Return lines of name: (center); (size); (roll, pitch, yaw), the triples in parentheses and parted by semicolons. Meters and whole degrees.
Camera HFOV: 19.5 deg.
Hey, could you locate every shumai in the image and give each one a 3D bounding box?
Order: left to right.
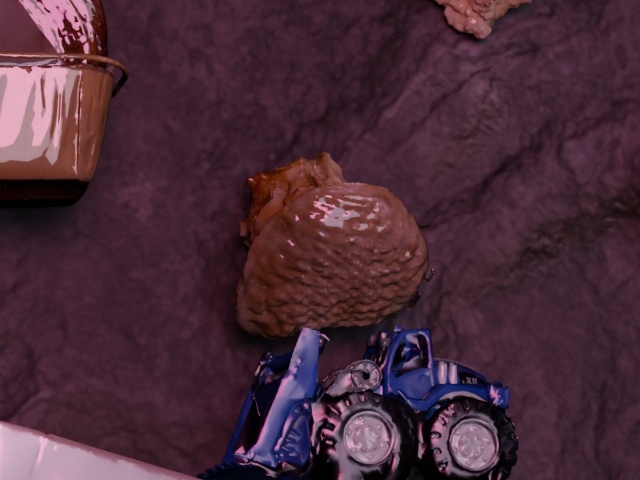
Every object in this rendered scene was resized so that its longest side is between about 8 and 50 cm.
shumai: (0.001, -0.003, 1.332); (0.145, 0.146, 0.116); (0, 36, -17)

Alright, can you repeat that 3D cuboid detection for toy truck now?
toy truck: (0.025, 0.124, 1.301); (0.208, 0.113, 0.126); (0, 78, -19)

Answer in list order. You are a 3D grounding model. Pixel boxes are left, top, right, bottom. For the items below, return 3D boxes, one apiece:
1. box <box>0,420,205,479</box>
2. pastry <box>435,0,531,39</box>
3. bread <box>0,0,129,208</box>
box: (-0.130, 0.228, 1.255); (0.242, 0.067, 0.155); (20, 72, -13)
pastry: (0.066, -0.267, 1.416); (0.258, 0.089, 0.121); (40, 82, -3)
bread: (-0.243, -0.126, 1.256); (0.224, 0.142, 0.212); (-1, 82, -17)
